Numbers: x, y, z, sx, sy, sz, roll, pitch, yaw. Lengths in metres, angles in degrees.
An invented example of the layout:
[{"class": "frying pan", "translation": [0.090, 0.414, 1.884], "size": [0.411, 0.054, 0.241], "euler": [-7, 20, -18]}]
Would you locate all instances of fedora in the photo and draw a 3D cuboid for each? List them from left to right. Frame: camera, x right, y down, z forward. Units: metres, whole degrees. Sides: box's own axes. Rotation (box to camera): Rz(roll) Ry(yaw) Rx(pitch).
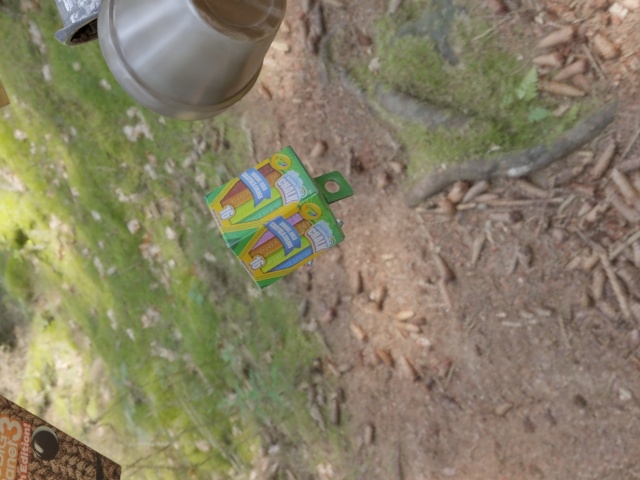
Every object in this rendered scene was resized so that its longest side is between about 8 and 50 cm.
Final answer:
[{"class": "fedora", "translation": [-0.452, -0.510, 1.656], "size": [0.275, 0.244, 0.124], "euler": [-13, 106, 50]}]

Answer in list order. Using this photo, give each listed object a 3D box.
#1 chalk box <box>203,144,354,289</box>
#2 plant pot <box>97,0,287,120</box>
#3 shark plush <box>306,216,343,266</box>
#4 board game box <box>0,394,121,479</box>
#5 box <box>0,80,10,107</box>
[{"class": "chalk box", "translation": [-0.072, -0.066, 1.750], "size": [0.180, 0.289, 0.179], "euler": [57, 179, 42]}, {"class": "plant pot", "translation": [-0.205, -0.402, 1.441], "size": [0.280, 0.323, 0.323], "euler": [-10, 108, 59]}, {"class": "shark plush", "translation": [0.000, 0.000, 2.193], "size": [0.067, 0.073, 0.161], "euler": [39, 98, 28]}, {"class": "board game box", "translation": [-0.405, 0.351, 1.001], "size": [0.141, 0.232, 0.291], "euler": [-18, 139, 18]}, {"class": "box", "translation": [-0.836, -0.377, 1.867], "size": [0.021, 0.164, 0.201], "euler": [30, 142, 39]}]
